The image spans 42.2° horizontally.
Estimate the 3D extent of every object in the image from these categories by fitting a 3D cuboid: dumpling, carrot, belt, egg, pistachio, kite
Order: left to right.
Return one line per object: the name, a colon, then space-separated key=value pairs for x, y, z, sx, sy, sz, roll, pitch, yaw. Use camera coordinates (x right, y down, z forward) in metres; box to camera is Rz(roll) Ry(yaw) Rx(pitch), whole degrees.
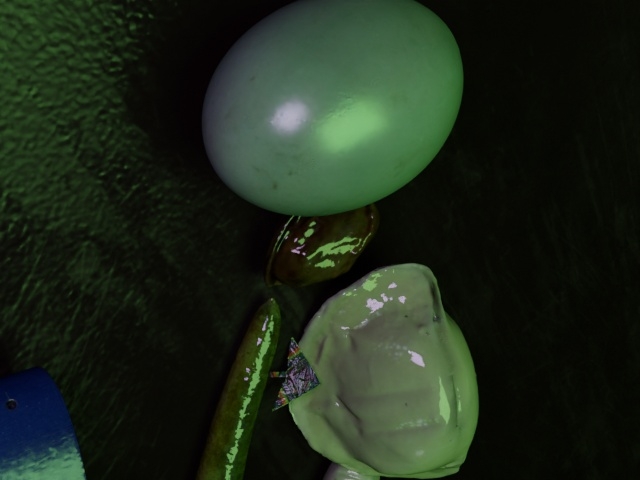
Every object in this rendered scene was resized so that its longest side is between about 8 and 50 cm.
belt: x=-0.363 y=0.325 z=0.994 sx=0.117 sy=0.212 sz=0.347 roll=-16 pitch=114 yaw=-38
carrot: x=-0.124 y=0.258 z=1.278 sx=0.074 sy=0.074 sz=0.359 roll=11 pitch=99 yaw=-44
kite: x=-0.043 y=0.219 z=1.339 sx=0.090 sy=0.004 sz=0.122 roll=9 pitch=78 yaw=-1
pistachio: x=0.000 y=0.000 z=1.241 sx=0.210 sy=0.130 sz=0.165 roll=-36 pitch=131 yaw=-15
egg: x=0.024 y=-0.181 z=1.081 sx=0.389 sy=0.276 sz=0.276 roll=-33 pitch=126 yaw=-32
dumpling: x=0.055 y=0.442 z=1.510 sx=0.134 sy=0.100 sz=0.169 roll=79 pitch=25 yaw=-76
dumpling: x=0.101 y=0.237 z=1.370 sx=0.315 sy=0.233 sz=0.395 roll=-7 pitch=108 yaw=-5
